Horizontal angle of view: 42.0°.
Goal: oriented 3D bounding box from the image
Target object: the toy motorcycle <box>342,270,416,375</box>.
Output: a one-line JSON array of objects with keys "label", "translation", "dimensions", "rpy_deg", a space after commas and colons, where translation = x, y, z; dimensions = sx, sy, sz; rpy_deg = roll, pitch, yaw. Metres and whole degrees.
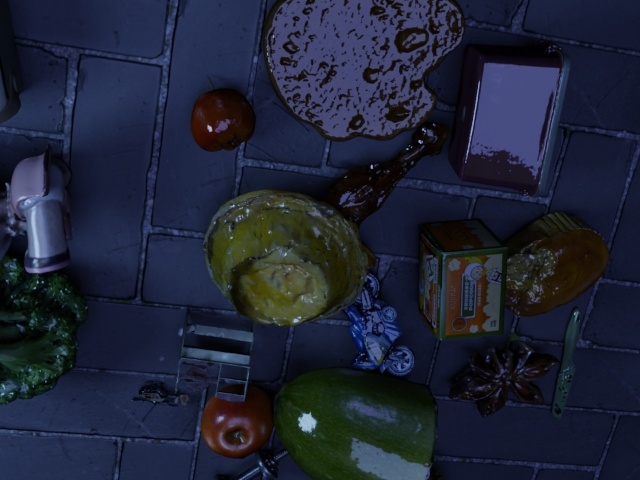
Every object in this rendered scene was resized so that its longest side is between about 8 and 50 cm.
[{"label": "toy motorcycle", "translation": [0.100, 0.185, 1.770], "dimensions": [0.136, 0.092, 0.254], "rpy_deg": [-25, 93, -2]}]

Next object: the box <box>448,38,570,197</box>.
[{"label": "box", "translation": [0.353, -0.240, 1.604], "dimensions": [0.168, 0.193, 0.293], "rpy_deg": [4, 111, -5]}]

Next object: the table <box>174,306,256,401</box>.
[{"label": "table", "translation": [-0.219, 0.237, 1.735], "dimensions": [0.146, 0.062, 0.175], "rpy_deg": [10, 87, -12]}]

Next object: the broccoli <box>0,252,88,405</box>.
[{"label": "broccoli", "translation": [-0.599, 0.164, 1.578], "dimensions": [0.308, 0.275, 0.307], "rpy_deg": [-1, 84, 6]}]

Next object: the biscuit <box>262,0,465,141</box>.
[{"label": "biscuit", "translation": [0.087, -0.359, 1.574], "dimensions": [0.381, 0.074, 0.358], "rpy_deg": [-16, 114, -5]}]

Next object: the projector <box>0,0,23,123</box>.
[{"label": "projector", "translation": [-0.611, -0.314, 1.424], "dimensions": [0.164, 0.177, 0.242], "rpy_deg": [-6, 111, -5]}]

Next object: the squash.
[{"label": "squash", "translation": [0.048, 0.410, 1.754], "dimensions": [0.309, 0.310, 0.310], "rpy_deg": [18, 108, -14]}]

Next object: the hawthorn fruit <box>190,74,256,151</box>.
[{"label": "hawthorn fruit", "translation": [-0.184, -0.230, 1.556], "dimensions": [0.125, 0.125, 0.140], "rpy_deg": [-12, 115, -4]}]

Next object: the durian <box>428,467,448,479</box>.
[{"label": "durian", "translation": [0.217, 0.624, 1.929], "dimensions": [0.200, 0.176, 0.236], "rpy_deg": [-6, 107, -2]}]

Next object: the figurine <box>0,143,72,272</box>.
[{"label": "figurine", "translation": [-0.625, -0.061, 1.493], "dimensions": [0.362, 0.253, 0.211], "rpy_deg": [-11, 132, 1]}]

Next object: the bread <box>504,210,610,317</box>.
[{"label": "bread", "translation": [0.481, 0.054, 1.770], "dimensions": [0.250, 0.133, 0.179], "rpy_deg": [-26, 117, 3]}]

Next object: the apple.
[{"label": "apple", "translation": [-0.178, 0.388, 1.787], "dimensions": [0.164, 0.139, 0.163], "rpy_deg": [0, 104, 1]}]

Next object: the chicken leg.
[{"label": "chicken leg", "translation": [0.136, -0.135, 1.671], "dimensions": [0.304, 0.093, 0.113], "rpy_deg": [-38, 130, -2]}]

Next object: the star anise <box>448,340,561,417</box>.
[{"label": "star anise", "translation": [0.414, 0.308, 1.882], "dimensions": [0.220, 0.099, 0.214], "rpy_deg": [18, 121, -20]}]

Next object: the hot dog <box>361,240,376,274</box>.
[{"label": "hot dog", "translation": [0.000, 0.000, 1.705], "dimensions": [0.250, 0.068, 0.100], "rpy_deg": [28, 117, -16]}]

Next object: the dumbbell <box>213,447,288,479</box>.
[{"label": "dumbbell", "translation": [-0.169, 0.534, 1.882], "dimensions": [0.254, 0.081, 0.081], "rpy_deg": [-33, 113, 3]}]

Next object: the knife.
[{"label": "knife", "translation": [0.575, 0.289, 1.937], "dimensions": [0.043, 0.020, 0.293], "rpy_deg": [1, 112, -11]}]

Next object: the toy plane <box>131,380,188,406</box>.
[{"label": "toy plane", "translation": [-0.345, 0.334, 1.802], "dimensions": [0.121, 0.031, 0.049], "rpy_deg": [6, 116, -9]}]

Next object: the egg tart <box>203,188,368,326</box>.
[{"label": "egg tart", "translation": [-0.072, 0.063, 1.634], "dimensions": [0.346, 0.132, 0.345], "rpy_deg": [2, 130, 2]}]

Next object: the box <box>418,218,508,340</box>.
[{"label": "box", "translation": [0.285, 0.077, 1.720], "dimensions": [0.148, 0.177, 0.194], "rpy_deg": [-4, 112, -7]}]
